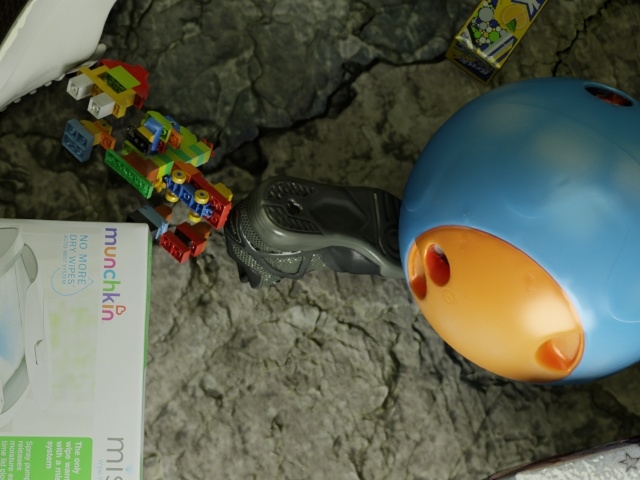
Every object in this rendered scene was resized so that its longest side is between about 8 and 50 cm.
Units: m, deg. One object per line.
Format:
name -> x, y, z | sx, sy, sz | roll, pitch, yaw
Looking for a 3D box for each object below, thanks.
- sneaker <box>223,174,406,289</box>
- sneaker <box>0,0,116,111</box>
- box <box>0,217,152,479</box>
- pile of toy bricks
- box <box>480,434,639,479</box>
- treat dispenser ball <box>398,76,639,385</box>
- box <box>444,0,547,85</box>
sneaker -> 0.000, 0.000, 1.383 | 0.227, 0.130, 0.087 | 9, 68, -36
sneaker -> -0.283, -0.174, 1.364 | 0.290, 0.123, 0.106 | -48, 45, 2
box -> -0.275, 0.120, 1.282 | 0.231, 0.127, 0.262 | 3, 75, -7
pile of toy bricks -> -0.152, -0.083, 1.373 | 0.212, 0.118, 0.105 | 42, 45, 19
box -> 0.288, 0.258, 1.247 | 0.247, 0.142, 0.163 | -11, 79, -12
treat dispenser ball -> 0.216, -0.008, 1.305 | 0.288, 0.288, 0.288 | 2, 76, -9
box -> 0.204, -0.251, 1.484 | 0.059, 0.054, 0.169 | 35, 74, 1
